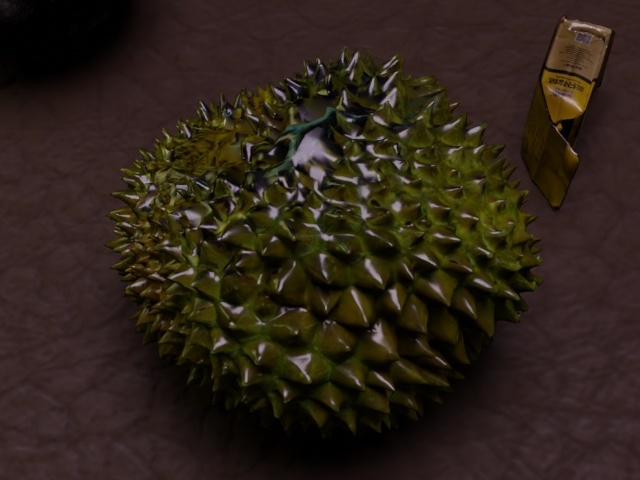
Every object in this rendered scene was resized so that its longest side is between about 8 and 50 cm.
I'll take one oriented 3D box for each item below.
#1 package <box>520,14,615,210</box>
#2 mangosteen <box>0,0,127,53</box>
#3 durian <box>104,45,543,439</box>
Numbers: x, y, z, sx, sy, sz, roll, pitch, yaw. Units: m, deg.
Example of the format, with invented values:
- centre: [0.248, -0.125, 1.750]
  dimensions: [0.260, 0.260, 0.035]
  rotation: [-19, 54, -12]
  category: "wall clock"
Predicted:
- centre: [0.176, -0.095, 1.399]
  dimensions: [0.047, 0.071, 0.131]
  rotation: [19, 58, 5]
  category: "package"
- centre: [-0.242, -0.250, 1.441]
  dimensions: [0.211, 0.211, 0.250]
  rotation: [-32, 30, -22]
  category: "mangosteen"
- centre: [0.000, -0.001, 1.234]
  dimensions: [0.291, 0.225, 0.291]
  rotation: [-3, 56, 4]
  category: "durian"
